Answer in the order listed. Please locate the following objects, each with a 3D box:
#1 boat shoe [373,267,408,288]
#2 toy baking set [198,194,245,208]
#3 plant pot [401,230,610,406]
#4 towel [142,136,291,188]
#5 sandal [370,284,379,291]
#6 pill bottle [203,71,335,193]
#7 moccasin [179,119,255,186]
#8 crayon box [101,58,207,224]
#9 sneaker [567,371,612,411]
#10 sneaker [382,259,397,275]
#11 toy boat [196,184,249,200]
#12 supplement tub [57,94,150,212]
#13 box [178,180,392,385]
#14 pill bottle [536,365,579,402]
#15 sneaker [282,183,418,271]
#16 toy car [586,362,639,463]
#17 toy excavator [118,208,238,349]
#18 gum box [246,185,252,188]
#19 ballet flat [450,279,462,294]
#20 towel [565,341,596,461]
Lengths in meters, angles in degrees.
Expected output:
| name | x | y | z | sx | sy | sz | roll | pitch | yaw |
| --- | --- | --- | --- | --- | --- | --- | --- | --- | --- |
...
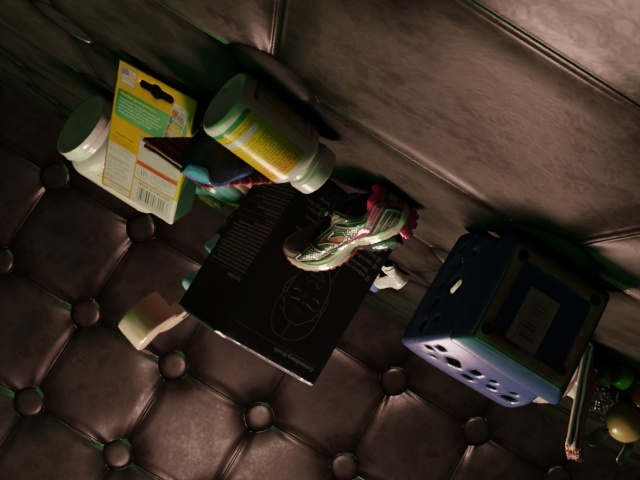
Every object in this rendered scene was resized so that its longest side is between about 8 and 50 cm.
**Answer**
| name | x | y | z | sx | sy | sz | roll | pitch | yaw |
| --- | --- | --- | --- | --- | --- | --- | --- | --- | --- |
| boat shoe | 0.189 | 0.103 | 2.200 | 0.063 | 0.066 | 0.184 | 48 | 171 | -14 |
| toy baking set | -0.254 | -0.129 | 2.164 | 0.197 | 0.030 | 0.256 | -7 | -158 | -37 |
| plant pot | 0.310 | 0.127 | 1.232 | 0.236 | 0.235 | 0.212 | 33 | 167 | -7 |
| towel | -0.194 | -0.156 | 1.510 | 0.199 | 0.031 | 0.275 | 34 | -155 | 30 |
| sandal | 0.043 | 0.086 | 2.387 | 0.318 | 0.138 | 0.126 | 28 | 170 | 7 |
| pill bottle | -0.077 | -0.168 | 1.231 | 0.208 | 0.117 | 0.118 | 35 | 172 | -30 |
| moccasin | -0.161 | -0.186 | 1.399 | 0.138 | 0.116 | 0.342 | 19 | -163 | -6 |
| crayon box | -0.355 | -0.220 | 1.645 | 0.203 | 0.083 | 0.322 | 30 | 128 | 12 |
| sneaker | 0.695 | 0.393 | 2.073 | 0.237 | 0.085 | 0.086 | 28 | -161 | -4 |
| sneaker | 0.166 | 0.058 | 2.110 | 0.109 | 0.040 | 0.043 | 24 | 154 | 25 |
| toy boat | -0.351 | -0.201 | 1.993 | 0.268 | 0.148 | 0.318 | 23 | 170 | 48 |
| supplement tub | -0.572 | -0.251 | 2.208 | 0.235 | 0.235 | 0.325 | 23 | 169 | 49 |
| box | -0.067 | 0.069 | 1.688 | 0.294 | 0.395 | 0.212 | 37 | 171 | -33 |
| pill bottle | 0.495 | 0.270 | 1.687 | 0.160 | 0.160 | 0.283 | 28 | 172 | 23 |
| sneaker | 0.041 | -0.032 | 1.448 | 0.299 | 0.120 | 0.112 | -22 | 130 | 37 |
| toy car | 0.672 | 0.391 | 1.668 | 0.155 | 0.188 | 0.149 | 31 | 173 | 0 |
| toy excavator | -0.293 | 0.132 | 1.984 | 0.222 | 0.445 | 0.433 | 46 | 169 | 8 |
| gum box | -0.217 | -0.193 | 1.838 | 0.189 | 0.062 | 0.107 | 30 | 172 | 11 |
| ballet flat | 0.317 | 0.111 | 1.713 | 0.053 | 0.057 | 0.168 | 0 | 166 | 10 |
| towel | 0.594 | 0.372 | 1.706 | 0.037 | 0.236 | 0.329 | 9 | 164 | 22 |
